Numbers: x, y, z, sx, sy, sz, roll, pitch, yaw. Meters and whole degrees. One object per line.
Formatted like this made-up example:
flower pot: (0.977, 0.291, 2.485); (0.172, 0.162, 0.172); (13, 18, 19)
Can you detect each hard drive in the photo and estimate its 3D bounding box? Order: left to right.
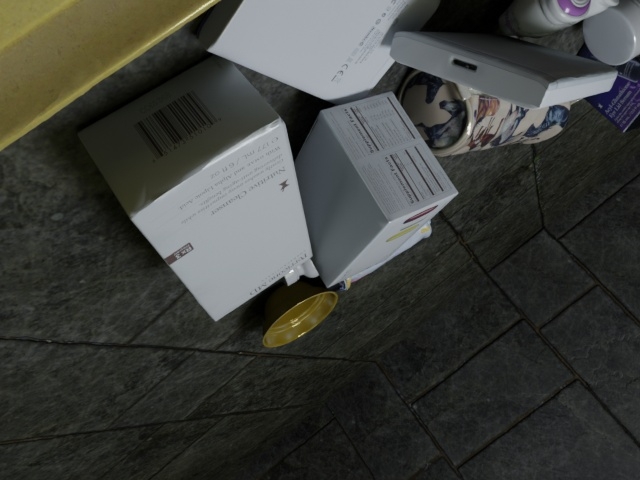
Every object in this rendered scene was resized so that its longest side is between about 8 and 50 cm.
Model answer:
hard drive: (0.015, -0.296, 0.742); (0.210, 0.040, 0.319); (-48, 154, 23)
hard drive: (0.299, -0.274, 0.873); (0.353, 0.233, 0.047); (-22, 134, -48)

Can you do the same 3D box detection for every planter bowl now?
planter bowl: (-0.071, 0.164, 1.389); (0.217, 0.090, 0.217); (-30, 156, -15)

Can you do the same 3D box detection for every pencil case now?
pencil case: (0.134, 0.007, 1.354); (0.273, 0.113, 0.124); (-32, 177, -14)
pencil case: (0.325, -0.257, 1.078); (0.410, 0.159, 0.183); (-13, 162, -41)

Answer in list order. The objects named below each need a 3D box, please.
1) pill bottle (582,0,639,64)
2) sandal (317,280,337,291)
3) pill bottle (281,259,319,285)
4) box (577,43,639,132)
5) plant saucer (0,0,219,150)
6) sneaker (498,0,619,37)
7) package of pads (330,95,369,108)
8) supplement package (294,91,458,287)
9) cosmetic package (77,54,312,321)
pill bottle: (0.706, -0.496, 1.146); (0.319, 0.176, 0.176); (-33, 156, -8)
sandal: (0.022, 0.120, 1.511); (0.067, 0.040, 0.179); (-37, 171, 14)
pill bottle: (0.000, 0.000, 1.155); (0.216, 0.121, 0.121); (-31, 155, -12)
box: (0.702, -0.384, 1.305); (0.108, 0.207, 0.153); (-25, 152, -25)
plant saucer: (-0.265, -0.244, 0.414); (0.333, 0.081, 0.333); (-35, 156, -3)
sneaker: (0.427, -0.437, 1.000); (0.305, 0.114, 0.152); (-31, -169, -38)
package of pads: (0.046, -0.214, 0.941); (0.083, 0.032, 0.050); (-36, 161, 1)
supplement package: (0.062, -0.076, 0.943); (0.145, 0.204, 0.262); (-22, 164, -28)
cosmetic package: (-0.150, -0.051, 0.821); (0.217, 0.156, 0.385); (-35, 155, -9)
